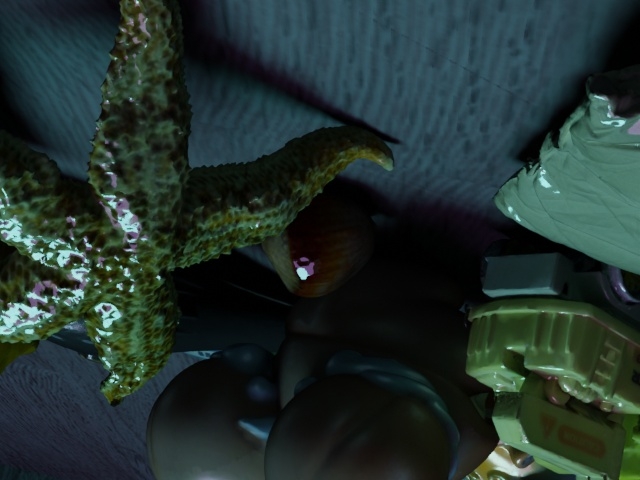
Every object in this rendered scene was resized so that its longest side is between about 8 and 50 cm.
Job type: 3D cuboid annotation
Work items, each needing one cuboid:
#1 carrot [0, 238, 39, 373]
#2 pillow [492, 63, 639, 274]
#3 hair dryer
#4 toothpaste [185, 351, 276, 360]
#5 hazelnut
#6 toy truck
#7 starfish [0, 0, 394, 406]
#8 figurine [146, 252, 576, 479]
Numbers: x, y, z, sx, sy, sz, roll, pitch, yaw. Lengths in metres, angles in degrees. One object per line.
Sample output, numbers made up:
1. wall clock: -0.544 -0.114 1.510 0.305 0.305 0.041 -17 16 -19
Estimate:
1. carrot: -0.325 -0.022 1.139 0.242 0.241 0.340 13 158 8
2. pillow: 0.247 -0.017 0.944 0.274 0.076 0.281 18 169 -1
3. hair dryer: -0.199 0.032 1.512 0.304 0.120 0.359 10 180 -39
4. toothpaste: -0.038 0.099 1.581 0.392 0.061 0.099 8 169 24
5. hazelnut: 0.000 0.000 1.215 0.086 0.086 0.086 14 163 4
6. toy truck: 0.211 0.102 1.211 0.124 0.157 0.272 -3 155 45
7. starfish: -0.141 -0.007 1.004 0.347 0.078 0.358 -43 142 23
8. figurine: 0.089 0.158 1.346 0.388 0.248 0.277 33 159 -34
